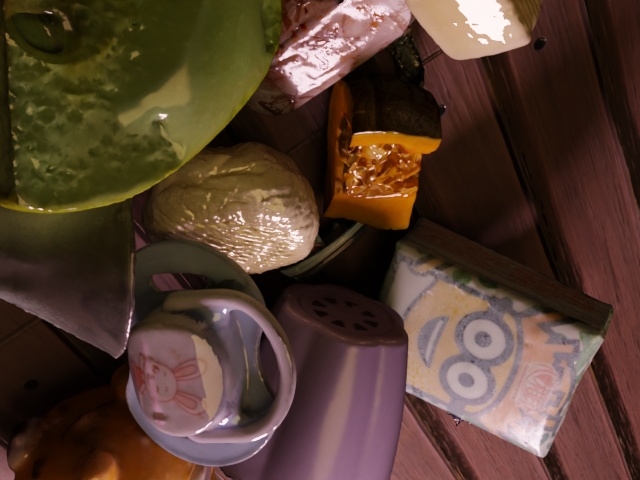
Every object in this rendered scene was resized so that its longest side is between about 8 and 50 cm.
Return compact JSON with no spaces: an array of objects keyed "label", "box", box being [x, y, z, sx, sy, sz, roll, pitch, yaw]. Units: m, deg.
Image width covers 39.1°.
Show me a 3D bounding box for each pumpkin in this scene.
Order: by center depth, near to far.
[{"label":"pumpkin","box":[0.072,-0.119,1.133,0.130,0.126,0.248,-2,153,-13]}]

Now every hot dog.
[{"label":"hot dog","box":[-0.003,-0.228,1.020,0.252,0.069,0.131,-32,133,28]}]

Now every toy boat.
[{"label":"toy boat","box":[0.000,0.000,1.241,0.140,0.059,0.066,-39,103,2]}]

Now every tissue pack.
[{"label":"tissue pack","box":[0.228,0.138,1.295,0.128,0.310,0.228,-40,151,-56]}]

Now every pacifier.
[{"label":"pacifier","box":[-0.124,0.120,1.090,0.238,0.226,0.287,-5,108,18]}]

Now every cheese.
[{"label":"cheese","box":[0.140,-0.363,0.931,0.265,0.123,0.243,45,57,-42]}]

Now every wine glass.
[{"label":"wine glass","box":[-0.405,0.009,0.908,0.405,0.267,0.267,-4,125,-20]}]

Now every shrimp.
[{"label":"shrimp","box":[0.077,-0.254,1.102,0.082,0.076,0.174,-6,145,29]}]

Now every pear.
[{"label":"pear","box":[-0.184,-0.210,0.803,0.317,0.238,0.343,-9,105,-40]}]

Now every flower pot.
[{"label":"flower pot","box":[-0.001,0.201,1.225,0.265,0.265,0.243,3,114,-30]}]

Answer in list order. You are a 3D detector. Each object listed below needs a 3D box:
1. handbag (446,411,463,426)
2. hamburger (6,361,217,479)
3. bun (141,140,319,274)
[{"label":"handbag","box":[0.278,0.189,1.469,0.207,0.127,0.229,-13,118,-1]},{"label":"hamburger","box":[-0.277,0.309,1.184,0.276,0.276,0.237,-21,129,-13]},{"label":"bun","box":[-0.108,-0.048,1.089,0.220,0.134,0.220,-1,153,0]}]
